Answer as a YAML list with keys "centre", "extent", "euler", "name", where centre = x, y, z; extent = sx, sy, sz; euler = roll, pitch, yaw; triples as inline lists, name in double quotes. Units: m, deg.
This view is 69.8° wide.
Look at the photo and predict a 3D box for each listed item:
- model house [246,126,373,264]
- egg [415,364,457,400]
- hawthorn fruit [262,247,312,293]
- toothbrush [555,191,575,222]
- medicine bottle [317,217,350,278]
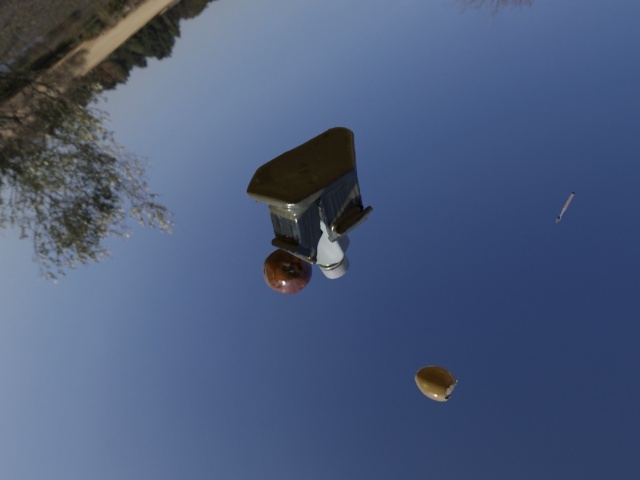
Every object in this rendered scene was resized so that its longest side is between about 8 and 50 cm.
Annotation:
- centre: [0.001, -0.067, 0.805]
  extent: [0.229, 0.188, 0.122]
  euler: [-36, -141, -22]
  name: "model house"
- centre: [0.273, 0.335, 1.092]
  extent: [0.096, 0.080, 0.080]
  euler: [28, -107, 33]
  name: "egg"
- centre: [-0.082, 0.079, 1.318]
  extent: [0.189, 0.149, 0.149]
  euler: [-24, -146, 53]
  name: "hawthorn fruit"
- centre: [0.457, -0.061, 0.859]
  extent: [0.006, 0.097, 0.008]
  euler: [35, -109, 25]
  name: "toothbrush"
- centre: [0.000, 0.000, 1.004]
  extent: [0.119, 0.183, 0.069]
  euler: [-4, -139, 33]
  name: "medicine bottle"
